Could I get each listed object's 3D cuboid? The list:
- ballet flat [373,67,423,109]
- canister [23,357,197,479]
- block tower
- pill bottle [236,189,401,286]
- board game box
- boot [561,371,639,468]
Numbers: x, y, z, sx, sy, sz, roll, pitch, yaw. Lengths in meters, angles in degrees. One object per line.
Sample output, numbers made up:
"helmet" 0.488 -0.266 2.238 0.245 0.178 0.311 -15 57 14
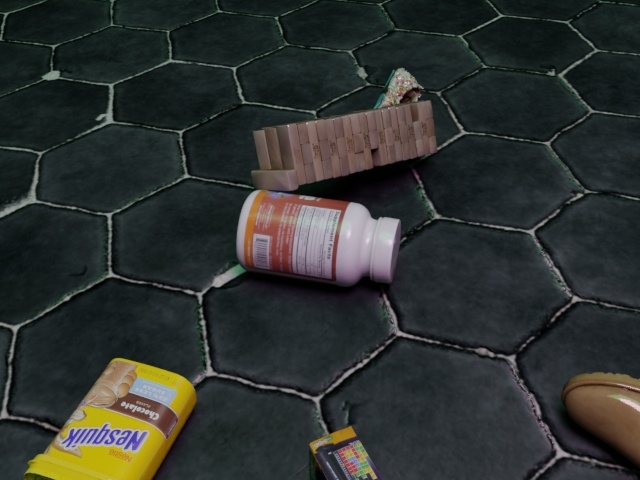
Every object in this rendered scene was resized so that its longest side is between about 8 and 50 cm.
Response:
"ballet flat" 0.132 -0.236 1.324 0.077 0.091 0.241 29 50 1
"canister" -0.230 0.223 0.825 0.126 0.073 0.170 12 42 15
"block tower" 0.048 -0.156 1.145 0.336 0.097 0.091 -20 15 -38
"pill bottle" 0.000 0.000 1.029 0.216 0.121 0.121 9 43 11
"board game box" 0.039 0.280 0.673 0.048 0.170 0.141 -19 45 -20
"boot" 0.336 0.277 0.727 0.236 0.089 0.269 17 46 21
